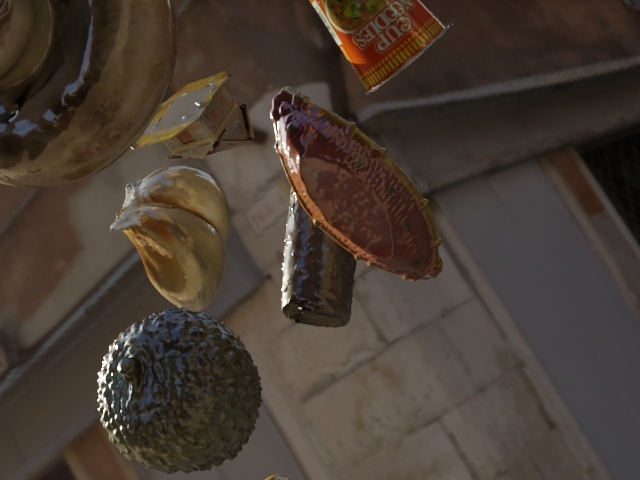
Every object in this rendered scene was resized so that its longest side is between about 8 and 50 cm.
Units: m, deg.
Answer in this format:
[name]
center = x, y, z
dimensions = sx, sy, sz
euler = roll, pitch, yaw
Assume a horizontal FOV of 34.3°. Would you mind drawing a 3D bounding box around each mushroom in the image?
[mushroom]
center = -0.352, -0.244, 1.220
dimensions = 0.362, 0.362, 0.294
euler = -35, -14, 19

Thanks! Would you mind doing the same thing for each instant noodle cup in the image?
[instant noodle cup]
center = 0.084, -0.385, 1.744
dimensions = 0.193, 0.212, 0.193
euler = -39, 8, 7

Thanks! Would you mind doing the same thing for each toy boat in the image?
[toy boat]
center = 0.046, -0.059, 1.308
dimensions = 0.141, 0.318, 0.099
euler = -35, 12, 29

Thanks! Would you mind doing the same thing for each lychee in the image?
[lychee]
center = -0.216, 0.236, 1.625
dimensions = 0.255, 0.255, 0.274
euler = -35, -33, 22

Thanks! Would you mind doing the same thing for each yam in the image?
[yam]
center = 0.000, 0.001, 1.708
dimensions = 0.131, 0.280, 0.131
euler = 5, -21, 2

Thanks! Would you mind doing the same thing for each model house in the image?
[model house]
center = -0.244, -0.204, 2.022
dimensions = 0.219, 0.136, 0.207
euler = -13, 37, 39

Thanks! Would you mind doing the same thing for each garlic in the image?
[garlic]
center = -0.306, -0.005, 2.291
dimensions = 0.249, 0.313, 0.286
euler = -30, 35, 12

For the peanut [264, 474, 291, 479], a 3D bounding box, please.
[peanut]
center = -0.084, 0.545, 1.990
dimensions = 0.087, 0.207, 0.087
euler = 0, -45, 0
